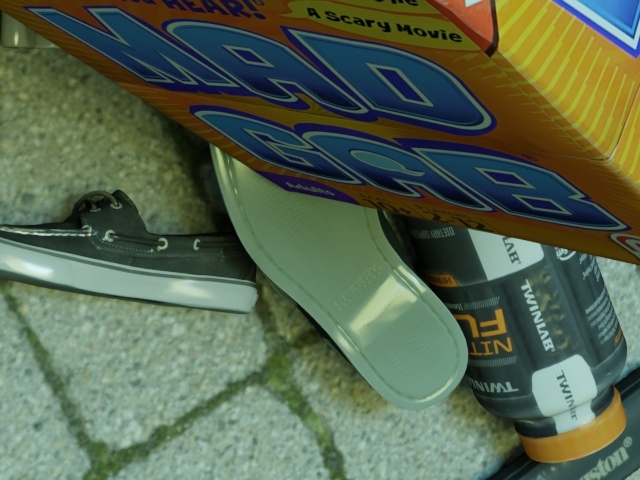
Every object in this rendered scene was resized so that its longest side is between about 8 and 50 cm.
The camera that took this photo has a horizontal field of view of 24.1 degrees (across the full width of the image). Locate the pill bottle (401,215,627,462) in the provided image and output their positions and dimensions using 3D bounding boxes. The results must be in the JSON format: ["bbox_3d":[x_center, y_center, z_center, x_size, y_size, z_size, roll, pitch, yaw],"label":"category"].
[{"bbox_3d":[0.162,0.051,1.186,0.130,0.130,0.245,-29,105,-22],"label":"pill bottle"}]

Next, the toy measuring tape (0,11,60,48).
[{"bbox_3d":[-0.054,-0.152,1.074,0.330,0.121,0.121,-1,94,-26],"label":"toy measuring tape"}]

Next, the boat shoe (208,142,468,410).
[{"bbox_3d":[0.000,0.000,1.109,0.114,0.091,0.302,-34,116,-10],"label":"boat shoe"}]

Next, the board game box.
[{"bbox_3d":[0.066,-0.226,0.811,0.356,0.356,0.356,32,76,-47],"label":"board game box"}]

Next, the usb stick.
[{"bbox_3d":[0.204,0.199,1.264,0.278,0.045,0.077,-32,106,-21],"label":"usb stick"}]

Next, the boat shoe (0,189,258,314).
[{"bbox_3d":[-0.143,0.002,1.063,0.228,0.080,0.076,10,83,-28],"label":"boat shoe"}]
